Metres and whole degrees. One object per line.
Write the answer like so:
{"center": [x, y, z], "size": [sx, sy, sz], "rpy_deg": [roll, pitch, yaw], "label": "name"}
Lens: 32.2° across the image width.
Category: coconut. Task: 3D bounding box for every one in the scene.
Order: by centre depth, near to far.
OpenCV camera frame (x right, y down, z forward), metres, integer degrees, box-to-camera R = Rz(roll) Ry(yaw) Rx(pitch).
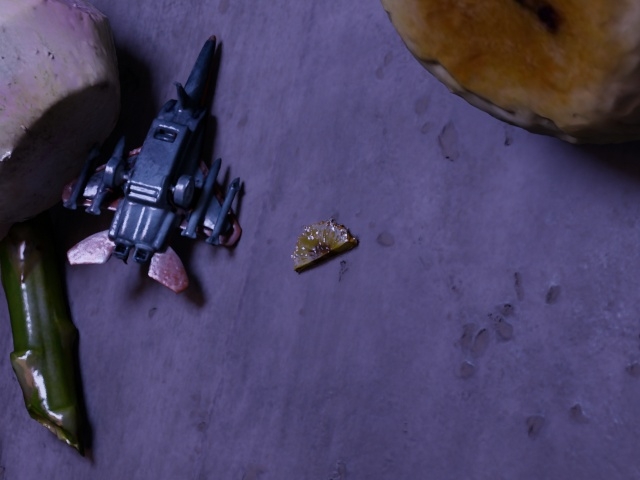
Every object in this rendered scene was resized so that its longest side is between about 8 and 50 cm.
{"center": [-0.419, -0.194, 1.365], "size": [0.352, 0.352, 0.352], "rpy_deg": [-11, 70, 31], "label": "coconut"}

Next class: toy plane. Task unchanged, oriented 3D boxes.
{"center": [-0.179, -0.106, 1.313], "size": [0.223, 0.104, 0.326], "rpy_deg": [14, 80, 9], "label": "toy plane"}

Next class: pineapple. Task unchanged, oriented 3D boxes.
{"center": [0.000, 0.000, 1.211], "size": [0.083, 0.019, 0.045], "rpy_deg": [-24, 66, 29], "label": "pineapple"}

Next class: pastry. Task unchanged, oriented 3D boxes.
{"center": [0.235, -0.280, 0.944], "size": [0.388, 0.388, 0.312], "rpy_deg": [26, 48, 37], "label": "pastry"}

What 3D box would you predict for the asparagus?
{"center": [-0.347, 0.114, 1.378], "size": [0.085, 0.082, 0.343], "rpy_deg": [-11, 66, -8], "label": "asparagus"}
